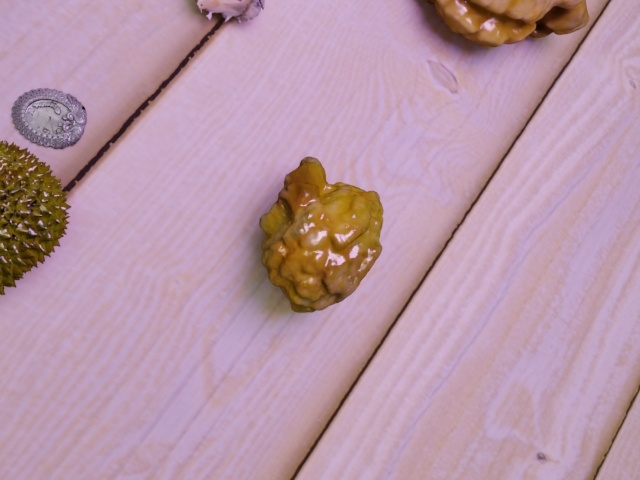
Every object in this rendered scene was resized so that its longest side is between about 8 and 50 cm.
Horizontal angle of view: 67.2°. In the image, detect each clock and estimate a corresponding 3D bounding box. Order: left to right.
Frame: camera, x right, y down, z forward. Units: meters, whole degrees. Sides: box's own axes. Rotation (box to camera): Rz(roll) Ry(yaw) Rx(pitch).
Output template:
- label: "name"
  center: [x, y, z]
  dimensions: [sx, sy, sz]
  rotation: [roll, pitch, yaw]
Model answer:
- label: "clock"
  center: [-0.339, -0.154, 0.603]
  dimensions: [0.083, 0.010, 0.074]
  rotation: [13, 84, -18]

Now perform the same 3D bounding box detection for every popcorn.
- label: "popcorn"
  center: [-0.005, -0.001, 0.631]
  dimensions: [0.155, 0.197, 0.198]
  rotation: [23, 80, -1]
- label: "popcorn"
  center: [0.290, -0.422, 0.732]
  dimensions: [0.332, 0.225, 0.265]
  rotation: [33, 73, -27]

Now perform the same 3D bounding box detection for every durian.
- label: "durian"
  center: [-0.361, -0.011, 0.513]
  dimensions: [0.146, 0.159, 0.198]
  rotation: [38, 80, -26]

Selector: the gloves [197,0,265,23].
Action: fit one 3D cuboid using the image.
- label: "gloves"
  center: [-0.126, -0.377, 0.656]
  dimensions: [0.114, 0.070, 0.153]
  rotation: [2, 81, -11]
